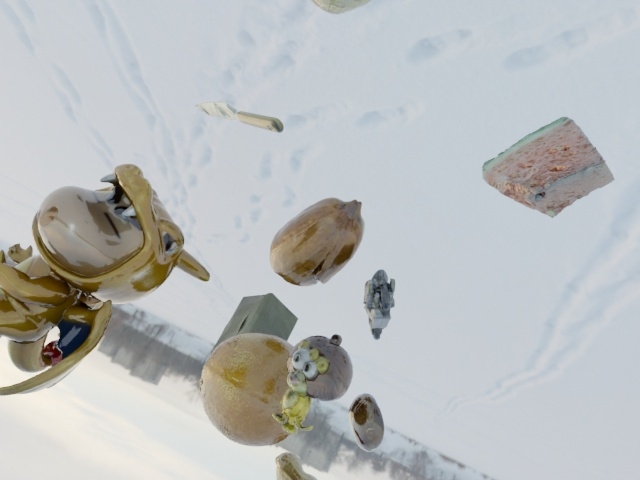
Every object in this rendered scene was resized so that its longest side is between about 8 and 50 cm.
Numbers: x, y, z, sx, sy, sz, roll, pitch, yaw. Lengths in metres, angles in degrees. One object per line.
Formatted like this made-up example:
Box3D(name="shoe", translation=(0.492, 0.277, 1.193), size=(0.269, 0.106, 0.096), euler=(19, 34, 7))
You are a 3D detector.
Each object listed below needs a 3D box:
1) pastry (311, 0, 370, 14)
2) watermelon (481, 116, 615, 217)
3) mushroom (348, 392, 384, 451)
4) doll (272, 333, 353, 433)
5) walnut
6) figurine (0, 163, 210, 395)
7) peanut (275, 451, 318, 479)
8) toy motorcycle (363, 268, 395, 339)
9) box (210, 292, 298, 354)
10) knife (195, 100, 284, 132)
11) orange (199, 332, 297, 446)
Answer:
Box3D(name="pastry", translation=(0.035, -0.487, 0.867), size=(0.156, 0.156, 0.092), euler=(34, 171, -24))
Box3D(name="watermelon", translation=(0.412, -0.113, 0.846), size=(0.140, 0.193, 0.256), euler=(51, -165, -10))
Box3D(name="mushroom", translation=(0.112, 0.460, 1.212), size=(0.080, 0.135, 0.170), euler=(-4, 135, -2))
Box3D(name="doll", translation=(-0.014, 0.260, 0.885), size=(0.145, 0.188, 0.096), euler=(-5, 147, 43))
Box3D(name="walnut", translation=(0.000, 0.000, 1.320), size=(0.209, 0.209, 0.336), euler=(32, 127, -20))
Box3D(name="figurine", translation=(-0.427, 0.066, 0.869), size=(0.268, 0.387, 0.401), euler=(56, 165, -3))
Box3D(name="peanut", translation=(-0.057, 0.625, 1.256), size=(0.193, 0.089, 0.089), euler=(38, 176, 44))
Box3D(name="toy motorcycle", translation=(0.150, 0.155, 1.276), size=(0.073, 0.152, 0.225), euler=(-2, 142, -3))
Box3D(name="box", translation=(-0.210, 0.304, 1.547), size=(0.149, 0.231, 0.155), euler=(-11, 131, 42))
Box3D(name="knife", translation=(-0.151, -0.221, 0.836), size=(0.047, 0.017, 0.298), euler=(40, 172, -39))
Box3D(name="orange", translation=(-0.154, 0.354, 1.167), size=(0.274, 0.274, 0.274), euler=(24, 163, 8))
